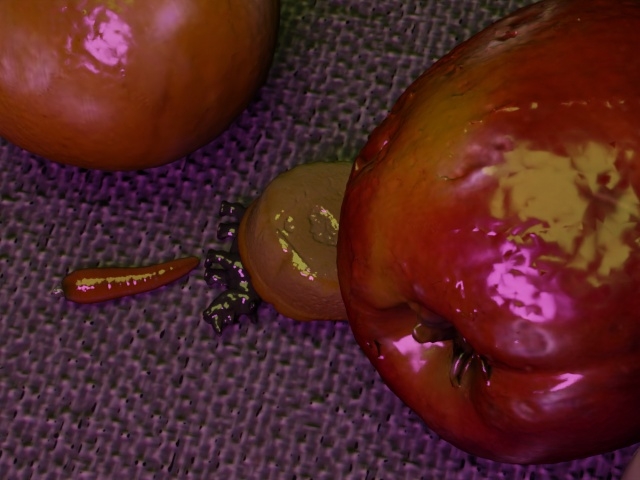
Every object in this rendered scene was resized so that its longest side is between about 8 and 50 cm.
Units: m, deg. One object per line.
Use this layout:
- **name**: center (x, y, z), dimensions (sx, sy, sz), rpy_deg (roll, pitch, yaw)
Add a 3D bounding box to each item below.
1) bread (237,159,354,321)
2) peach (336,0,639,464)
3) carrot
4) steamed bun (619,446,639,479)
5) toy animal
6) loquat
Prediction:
- **bread**: center (-0.009, -0.005, 1.331), dimensions (0.125, 0.086, 0.156), rpy_deg (17, 57, -9)
- **peach**: center (0.208, -0.034, 1.191), dimensions (0.416, 0.339, 0.353), rpy_deg (-39, 55, -24)
- **carrot**: center (-0.183, 0.037, 1.373), dimensions (0.142, 0.035, 0.035), rpy_deg (-9, 60, -6)
- **steamed bun**: center (0.349, 0.246, 1.088), dimensions (0.324, 0.219, 0.309), rpy_deg (-17, 87, -21)
- **toy animal**: center (-0.076, 0.029, 1.356), dimensions (0.065, 0.047, 0.135), rpy_deg (12, 57, 4)
- **loquat**: center (-0.198, -0.238, 1.352), dimensions (0.328, 0.359, 0.328), rpy_deg (-9, 51, 11)
